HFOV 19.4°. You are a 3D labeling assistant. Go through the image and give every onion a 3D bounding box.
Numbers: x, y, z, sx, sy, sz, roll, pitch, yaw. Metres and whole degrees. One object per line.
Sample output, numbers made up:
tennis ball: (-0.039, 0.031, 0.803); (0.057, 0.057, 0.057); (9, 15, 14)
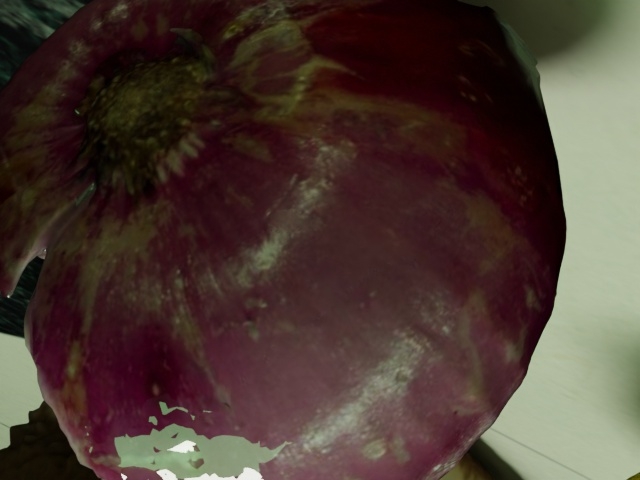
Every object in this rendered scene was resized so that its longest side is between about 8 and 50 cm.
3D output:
onion: (-0.007, -0.009, 0.630); (0.200, 0.207, 0.201); (2, 116, 4)

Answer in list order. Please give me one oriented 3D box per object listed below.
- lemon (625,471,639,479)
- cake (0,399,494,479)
lemon: (0.228, 0.225, 0.854); (0.310, 0.253, 0.253); (25, 160, -4)
cake: (-0.060, 0.216, 1.112); (0.255, 0.290, 0.282); (5, 151, 42)
